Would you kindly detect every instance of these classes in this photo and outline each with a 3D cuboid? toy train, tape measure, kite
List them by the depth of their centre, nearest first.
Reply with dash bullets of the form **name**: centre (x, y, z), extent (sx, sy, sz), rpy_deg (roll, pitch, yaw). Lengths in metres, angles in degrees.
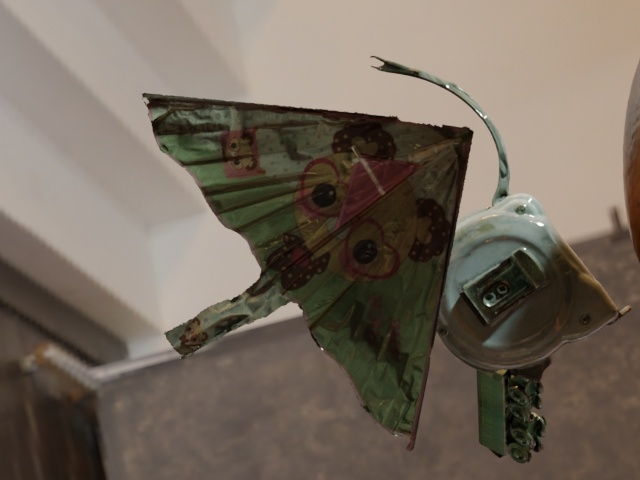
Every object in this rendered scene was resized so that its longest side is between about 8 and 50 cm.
- **kite**: centre (0.000, 0.000, 1.176), extent (0.323, 0.268, 0.013), rpy_deg (51, 7, -5)
- **tape measure**: centre (0.120, -0.024, 1.475), extent (0.330, 0.164, 0.084), rpy_deg (50, 0, 5)
- **toy train**: centre (0.186, 0.164, 1.607), extent (0.071, 0.038, 0.148), rpy_deg (31, -34, 31)

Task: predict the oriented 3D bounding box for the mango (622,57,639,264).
- **mango**: centre (0.404, -0.113, 1.339), extent (0.232, 0.300, 0.445), rpy_deg (45, 54, -50)
